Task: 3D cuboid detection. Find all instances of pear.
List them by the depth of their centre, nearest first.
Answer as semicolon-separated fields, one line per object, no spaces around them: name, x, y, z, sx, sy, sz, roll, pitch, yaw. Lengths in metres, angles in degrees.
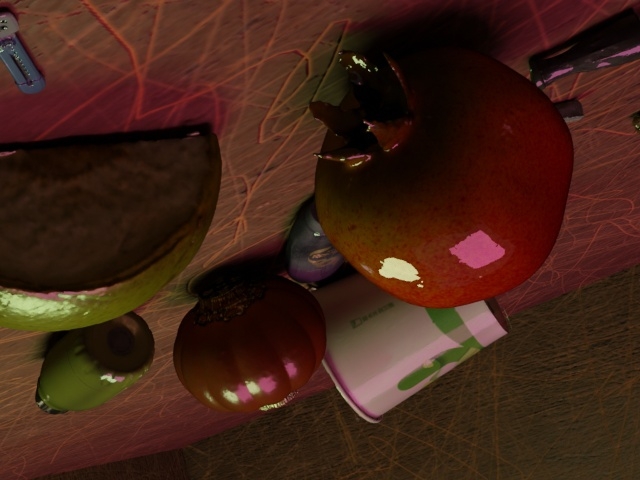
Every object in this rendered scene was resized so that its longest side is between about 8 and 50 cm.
pear;-0.237;0.016;0.747;0.288;0.139;0.239;-9;170;-28

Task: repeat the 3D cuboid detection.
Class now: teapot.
teapot;0.250;-0.173;0.809;0.111;0.042;0.043;-21;165;17

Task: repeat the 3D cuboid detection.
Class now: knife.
knife;-0.194;-0.116;0.543;0.027;0.010;0.096;-17;165;-6

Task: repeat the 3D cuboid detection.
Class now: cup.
cup;0.142;0.127;1.385;0.274;0.253;0.253;-31;162;12

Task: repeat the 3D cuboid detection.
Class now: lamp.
lamp;-0.098;0.141;1.197;0.223;0.196;0.223;-20;-157;9

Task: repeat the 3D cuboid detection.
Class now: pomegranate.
pomegranate;0.092;-0.062;0.717;0.221;0.220;0.257;-26;137;25

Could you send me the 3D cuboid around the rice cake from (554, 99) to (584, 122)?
rice cake;0.239;-0.134;0.958;0.121;0.022;0.021;-15;163;-13

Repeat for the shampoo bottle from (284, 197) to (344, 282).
shampoo bottle;0.000;0.000;1.092;0.087;0.049;0.233;-18;165;-11

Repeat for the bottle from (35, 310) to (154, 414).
bottle;-0.335;0.184;1.217;0.112;0.112;0.260;-5;160;-40

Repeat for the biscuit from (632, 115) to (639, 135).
biscuit;0.523;-0.190;1.091;0.237;0.026;0.131;-28;164;27
